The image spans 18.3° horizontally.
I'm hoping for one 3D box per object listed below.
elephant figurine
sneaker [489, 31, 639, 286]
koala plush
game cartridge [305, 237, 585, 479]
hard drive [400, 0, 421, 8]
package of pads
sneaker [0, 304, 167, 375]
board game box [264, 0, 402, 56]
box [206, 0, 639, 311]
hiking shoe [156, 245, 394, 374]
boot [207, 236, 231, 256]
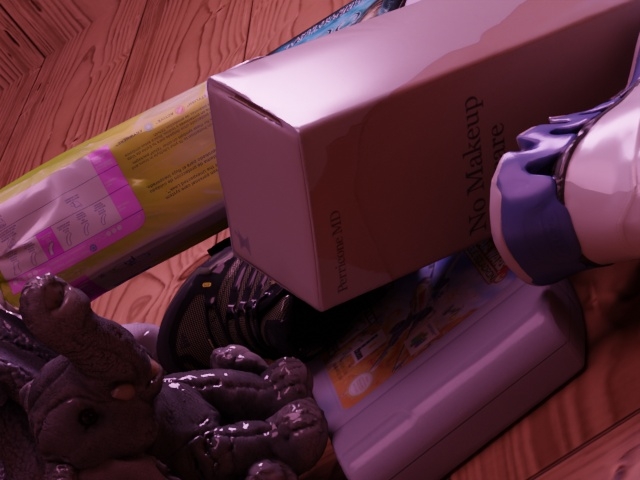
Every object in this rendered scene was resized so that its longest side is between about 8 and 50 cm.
[{"bbox_3d":[-0.132,0.125,1.324,0.169,0.239,0.186,12,89,61],"label":"elephant figurine"},{"bbox_3d":[0.270,-0.072,1.288,0.182,0.127,0.315,5,38,45],"label":"sneaker"},{"bbox_3d":[-0.255,0.199,1.615,0.221,0.203,0.196,-60,8,5],"label":"koala plush"},{"bbox_3d":[0.083,0.065,1.411,0.198,0.062,0.297,-42,18,5],"label":"game cartridge"},{"bbox_3d":[0.129,-0.268,2.101,0.233,0.047,0.353,-20,28,47],"label":"hard drive"},{"bbox_3d":[-0.145,-0.039,1.665,0.296,0.101,0.229,-29,-4,-4],"label":"package of pads"},{"bbox_3d":[-0.270,0.096,1.834,0.292,0.169,0.108,-21,24,42],"label":"sneaker"},{"bbox_3d":[0.003,-0.201,2.076,0.186,0.026,0.126,-30,20,29],"label":"board game box"},{"bbox_3d":[0.087,-0.083,1.391,0.311,0.148,0.121,-24,33,-26],"label":"box"},{"bbox_3d":[-0.039,0.049,1.463,0.227,0.086,0.114,-31,17,23],"label":"hiking shoe"},{"bbox_3d":[0.000,0.000,1.685,0.161,0.083,0.246,-35,19,-6],"label":"boot"}]
